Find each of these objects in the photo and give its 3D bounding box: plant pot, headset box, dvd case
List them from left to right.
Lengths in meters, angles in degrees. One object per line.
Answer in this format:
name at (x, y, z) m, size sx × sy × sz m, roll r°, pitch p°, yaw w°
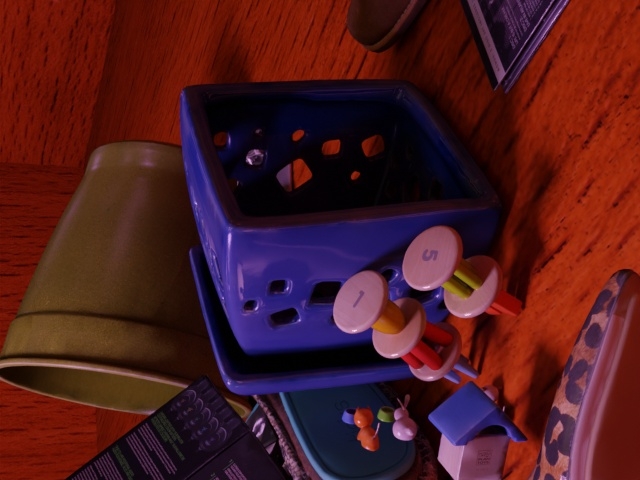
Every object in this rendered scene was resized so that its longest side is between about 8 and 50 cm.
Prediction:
plant pot at (-0.255, 0.054, 1.466) m, size 0.366 × 0.367 × 0.352 m, roll 144°, pitch 137°, yaw -65°
headset box at (-0.136, 0.314, 1.022) m, size 0.131 × 0.283 × 0.246 m, roll 35°, pitch 159°, yaw 57°
plant pot at (0.000, 0.000, 0.901) m, size 0.236 × 0.236 × 0.212 m, roll -116°, pitch 27°, yaw -51°
dvd case at (0.165, -0.247, 0.766) m, size 0.221 × 0.018 × 0.164 m, roll 119°, pitch 145°, yaw -50°

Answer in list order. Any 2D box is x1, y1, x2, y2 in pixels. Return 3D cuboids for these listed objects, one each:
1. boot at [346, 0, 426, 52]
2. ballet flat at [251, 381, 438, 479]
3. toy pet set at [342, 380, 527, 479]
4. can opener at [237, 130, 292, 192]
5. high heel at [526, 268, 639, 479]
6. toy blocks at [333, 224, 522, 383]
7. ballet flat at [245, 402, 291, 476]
boot at (0.062, -0.303, 0.916) m, size 0.305 × 0.115 × 0.112 m, roll 114°, pitch 149°, yaw -47°
ballet flat at (-0.011, 0.150, 1.042) m, size 0.482 × 0.164 × 0.182 m, roll -119°, pitch 17°, yaw -51°
toy pet set at (0.095, 0.130, 0.767) m, size 0.114 × 0.122 × 0.065 m, roll -136°, pitch 50°, yaw -62°
can opener at (-0.069, -0.029, 1.339) m, size 0.095 × 0.076 × 0.283 m, roll 34°, pitch -126°, yaw -76°
high heel at (0.149, 0.133, 0.662) m, size 0.186 × 0.093 × 0.261 m, roll -154°, pitch 63°, yaw -66°
toy blocks at (0.102, 0.061, 0.790) m, size 0.123 × 0.148 × 0.054 m, roll -33°, pitch 43°, yaw 26°
ballet flat at (-0.086, 0.292, 1.240) m, size 0.096 × 0.095 × 0.280 m, roll 56°, pitch 129°, yaw 32°
